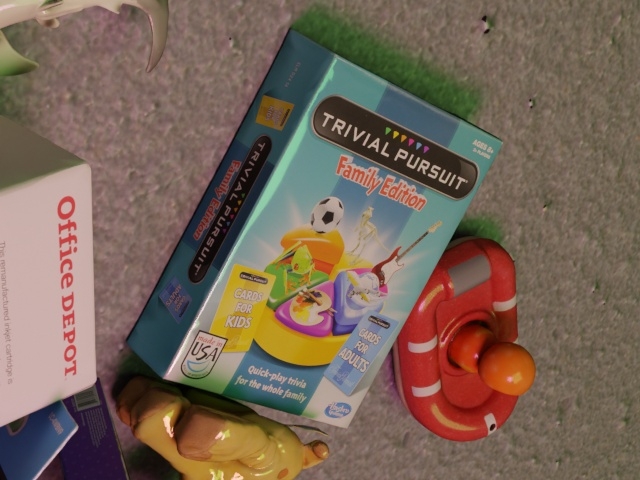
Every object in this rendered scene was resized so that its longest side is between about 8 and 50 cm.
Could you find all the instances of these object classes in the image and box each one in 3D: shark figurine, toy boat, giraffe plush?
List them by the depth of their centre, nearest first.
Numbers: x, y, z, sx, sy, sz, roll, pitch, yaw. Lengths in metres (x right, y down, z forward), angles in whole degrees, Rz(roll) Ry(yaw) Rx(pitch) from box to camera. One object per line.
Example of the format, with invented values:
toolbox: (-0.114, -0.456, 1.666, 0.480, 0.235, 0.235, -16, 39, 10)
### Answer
shark figurine: (-0.232, -0.201, 1.152, 0.278, 0.116, 0.166, -15, 157, -22)
giraffe plush: (-0.104, 0.240, 1.421, 0.210, 0.181, 0.171, 19, 90, -26)
toy boat: (0.169, 0.120, 1.606, 0.151, 0.151, 0.231, -26, 128, -24)

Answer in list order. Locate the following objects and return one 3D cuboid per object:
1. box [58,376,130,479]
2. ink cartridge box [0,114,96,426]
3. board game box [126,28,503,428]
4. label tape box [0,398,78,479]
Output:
box: (-0.177, 0.289, 1.333, 0.057, 0.293, 0.201, -16, 125, -9)
ink cartridge box: (-0.328, 0.035, 1.104, 0.270, 0.197, 0.198, -23, 127, -40)
board game box: (0.000, 0.000, 1.456, 0.253, 0.079, 0.336, 21, 101, -43)
label tape box: (-0.291, 0.269, 1.250, 0.115, 0.249, 0.348, 36, 90, -28)
